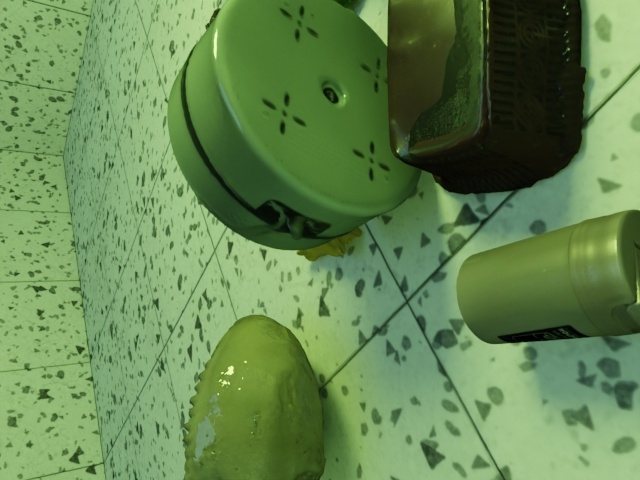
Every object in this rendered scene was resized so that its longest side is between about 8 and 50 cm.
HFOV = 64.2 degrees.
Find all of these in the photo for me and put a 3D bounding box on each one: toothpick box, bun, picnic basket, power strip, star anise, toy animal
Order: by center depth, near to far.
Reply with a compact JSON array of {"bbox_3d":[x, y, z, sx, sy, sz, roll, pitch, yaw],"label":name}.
[{"bbox_3d":[0.241,0.044,0.513,0.180,0.111,0.111,-23,70,53],"label":"toothpick box"},{"bbox_3d":[0.175,-0.207,0.599,0.222,0.129,0.297,-2,88,53],"label":"picnic basket"},{"bbox_3d":[-0.029,-0.154,0.697,0.161,0.357,0.358,-29,66,48],"label":"power strip"},{"bbox_3d":[-0.103,0.301,0.863,0.326,0.234,0.362,95,-179,-48],"label":"bun"},{"bbox_3d":[-0.001,-0.003,0.893,0.083,0.070,0.159,46,154,-5],"label":"toy animal"},{"bbox_3d":[-0.265,-0.531,1.304,0.141,0.042,0.141,0,90,53],"label":"star anise"}]

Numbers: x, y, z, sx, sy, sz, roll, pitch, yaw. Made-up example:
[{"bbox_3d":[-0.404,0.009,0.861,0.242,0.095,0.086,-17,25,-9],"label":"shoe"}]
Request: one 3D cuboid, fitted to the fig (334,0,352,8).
[{"bbox_3d":[-0.008,-0.418,0.879,0.156,0.123,0.123,14,100,41],"label":"fig"}]
